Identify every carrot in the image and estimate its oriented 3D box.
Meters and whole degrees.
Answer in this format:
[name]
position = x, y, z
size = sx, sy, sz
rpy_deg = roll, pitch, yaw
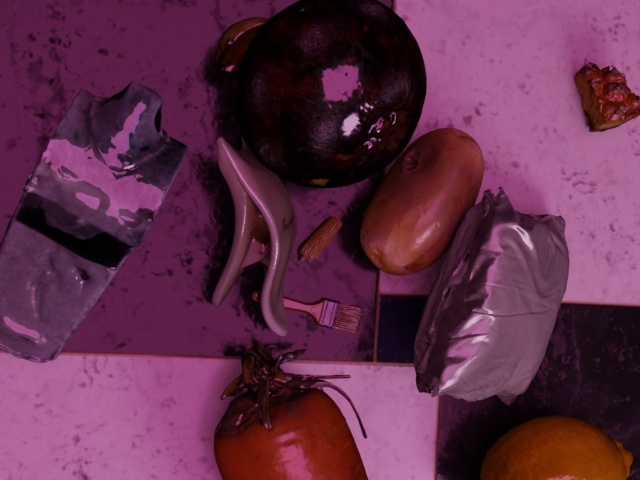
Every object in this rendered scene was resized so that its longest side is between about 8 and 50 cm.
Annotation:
[carrot]
position = -0.041, 0.304, 1.728
size = 0.214, 0.193, 0.331
rpy_deg = -24, 92, 30

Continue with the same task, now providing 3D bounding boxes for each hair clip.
[hair clip]
position = -0.088, -0.008, 1.742
size = 0.113, 0.172, 0.282
rpy_deg = 7, 100, 7

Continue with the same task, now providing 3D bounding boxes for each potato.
[potato]
position = 0.149, -0.056, 1.792
size = 0.150, 0.146, 0.234
rpy_deg = 32, 82, 34

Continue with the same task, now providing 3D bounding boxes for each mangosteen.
[mangosteen]
position = 0.004, -0.214, 1.713
size = 0.288, 0.288, 0.288
rpy_deg = 0, 90, -12

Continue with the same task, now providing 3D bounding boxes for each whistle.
[whistle]
position = -0.328, -0.022, 1.672
size = 0.168, 0.188, 0.404
rpy_deg = 28, 85, -11

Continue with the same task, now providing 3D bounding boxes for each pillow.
[pillow]
position = 0.260, 0.088, 1.787
size = 0.283, 0.138, 0.310
rpy_deg = 20, 88, -55

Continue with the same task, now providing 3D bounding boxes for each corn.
[corn]
position = 0.000, 0.000, 1.822
size = 0.028, 0.027, 0.083
rpy_deg = 41, 82, 12

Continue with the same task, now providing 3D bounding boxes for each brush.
[brush]
position = -0.021, 0.100, 1.827
size = 0.170, 0.014, 0.043
rpy_deg = 14, 87, -10

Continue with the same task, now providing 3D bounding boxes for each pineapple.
[pineapple]
position = 0.436, -0.212, 1.887
size = 0.069, 0.137, 0.116
rpy_deg = -13, 136, -8

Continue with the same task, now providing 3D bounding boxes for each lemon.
[lemon]
position = 0.343, 0.352, 1.816
size = 0.257, 0.188, 0.188
rpy_deg = -9, 92, -14
